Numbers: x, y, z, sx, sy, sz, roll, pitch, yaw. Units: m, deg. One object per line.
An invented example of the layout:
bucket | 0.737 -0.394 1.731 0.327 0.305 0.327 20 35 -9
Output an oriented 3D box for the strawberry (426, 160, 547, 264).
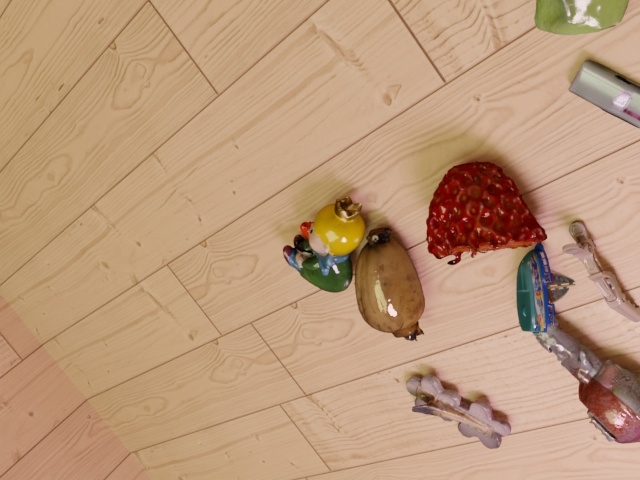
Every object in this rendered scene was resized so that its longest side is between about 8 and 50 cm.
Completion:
strawberry | 0.295 -0.054 1.438 0.234 0.234 0.178 -11 83 40

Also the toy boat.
toy boat | 0.428 0.086 1.475 0.091 0.110 0.175 160 107 -78

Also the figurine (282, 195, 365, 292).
figurine | 0.007 -0.010 1.695 0.185 0.127 0.234 36 146 30

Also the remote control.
remote control | 0.483 -0.224 1.251 0.166 0.029 0.065 33 133 12

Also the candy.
candy | 0.372 -0.465 1.104 0.142 0.132 0.343 -13 123 -6

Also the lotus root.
lotus root | 0.141 0.101 1.657 0.154 0.140 0.257 -145 38 -73

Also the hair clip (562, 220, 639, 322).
hair clip | 0.510 0.073 1.413 0.034 0.072 0.226 -26 104 47

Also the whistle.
whistle | 0.526 0.268 1.507 0.346 0.142 0.134 46 110 11

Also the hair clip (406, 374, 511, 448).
hair clip | 0.308 0.391 1.789 0.257 0.075 0.146 20 132 15
